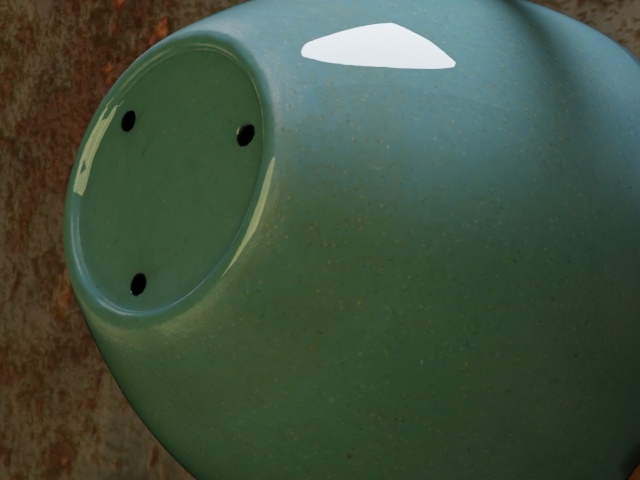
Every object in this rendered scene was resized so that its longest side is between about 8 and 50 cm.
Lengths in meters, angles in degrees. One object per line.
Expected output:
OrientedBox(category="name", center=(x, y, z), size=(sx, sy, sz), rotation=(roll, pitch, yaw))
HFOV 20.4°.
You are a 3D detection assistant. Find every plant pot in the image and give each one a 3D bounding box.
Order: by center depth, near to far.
OrientedBox(category="plant pot", center=(0.000, 0.000, 0.810), size=(0.290, 0.195, 0.290), rotation=(-18, 63, 39))
